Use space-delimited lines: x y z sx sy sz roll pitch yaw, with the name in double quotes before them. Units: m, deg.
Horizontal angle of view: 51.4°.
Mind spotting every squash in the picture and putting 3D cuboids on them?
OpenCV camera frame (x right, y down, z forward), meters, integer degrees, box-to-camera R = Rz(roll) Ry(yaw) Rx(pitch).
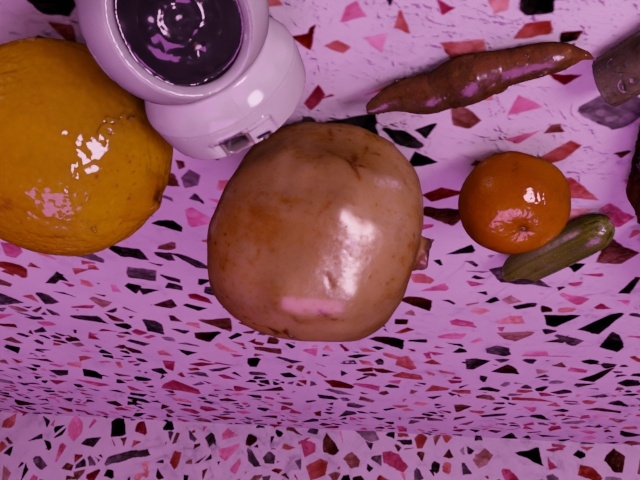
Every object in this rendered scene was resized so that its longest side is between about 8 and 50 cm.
"squash" 0.404 0.020 1.154 0.069 0.069 0.239 20 148 -24

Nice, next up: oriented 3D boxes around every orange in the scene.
"orange" 0.278 -0.058 0.963 0.159 0.136 0.158 1 133 1

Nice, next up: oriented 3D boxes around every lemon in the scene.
"lemon" -0.321 -0.115 0.828 0.293 0.292 0.293 4 152 2

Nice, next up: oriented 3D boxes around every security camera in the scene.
"security camera" -0.139 -0.222 0.689 0.195 0.194 0.236 -6 144 20

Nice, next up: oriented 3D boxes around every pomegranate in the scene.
"pomegranate" 0.000 0.000 0.941 0.333 0.332 0.332 4 152 2

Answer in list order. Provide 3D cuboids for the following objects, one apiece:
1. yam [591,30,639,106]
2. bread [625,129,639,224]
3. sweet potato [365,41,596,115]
"yam" 0.385 -0.214 0.730 0.068 0.068 0.169 21 152 -26
"bread" 0.487 -0.110 0.882 0.124 0.083 0.344 -3 150 15
"sweet potato" 0.186 -0.195 0.805 0.274 0.067 0.067 -10 148 22
